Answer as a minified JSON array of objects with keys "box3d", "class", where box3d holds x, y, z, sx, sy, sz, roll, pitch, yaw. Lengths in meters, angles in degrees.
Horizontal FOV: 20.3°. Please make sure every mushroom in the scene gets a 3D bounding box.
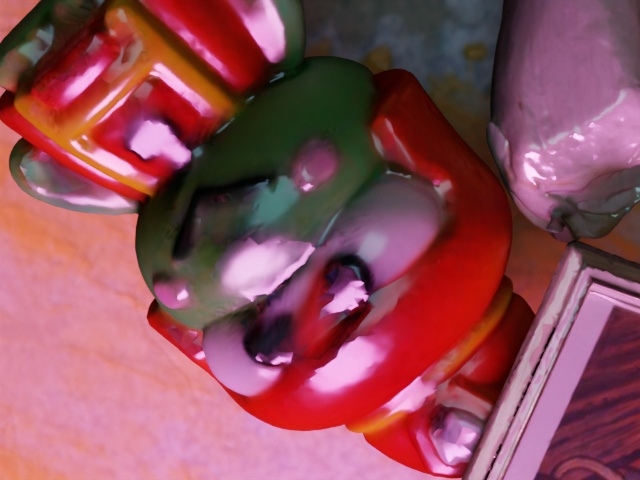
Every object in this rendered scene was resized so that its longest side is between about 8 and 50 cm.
[{"box3d":[0.136,-0.137,0.896,0.099,0.096,0.278,6,90,-15],"class":"mushroom"}]

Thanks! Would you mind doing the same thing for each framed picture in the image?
[{"box3d":[0.191,0.135,0.911,0.273,0.016,0.216,17,100,-28],"class":"framed picture"}]

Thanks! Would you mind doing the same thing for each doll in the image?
[{"box3d":[0.000,0.000,0.896,0.182,0.160,0.363,-41,97,18],"class":"doll"}]
